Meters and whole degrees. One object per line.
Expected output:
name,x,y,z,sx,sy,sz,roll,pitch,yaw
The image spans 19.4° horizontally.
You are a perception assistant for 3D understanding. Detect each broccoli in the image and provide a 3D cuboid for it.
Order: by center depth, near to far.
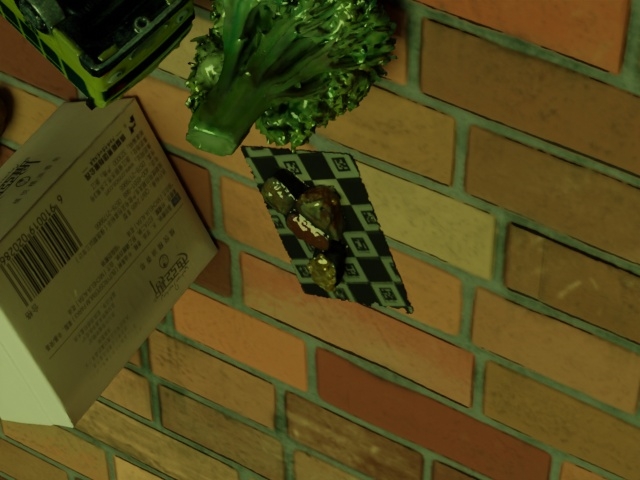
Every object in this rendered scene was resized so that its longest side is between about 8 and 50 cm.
broccoli,-0.055,-0.147,1.577,0.194,0.194,0.220,49,147,-13

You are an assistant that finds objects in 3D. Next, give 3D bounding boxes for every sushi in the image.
sushi,0.000,0.000,1.823,0.139,0.031,0.201,6,133,37

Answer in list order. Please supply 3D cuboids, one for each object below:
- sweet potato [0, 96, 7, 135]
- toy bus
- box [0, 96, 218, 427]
sweet potato,-0.373,-0.106,2.027,0.056,0.056,0.195,36,149,4
toy bus,-0.231,-0.243,1.631,0.262,0.128,0.150,44,167,14
box,-0.250,0.018,1.858,0.116,0.274,0.203,0,130,39
